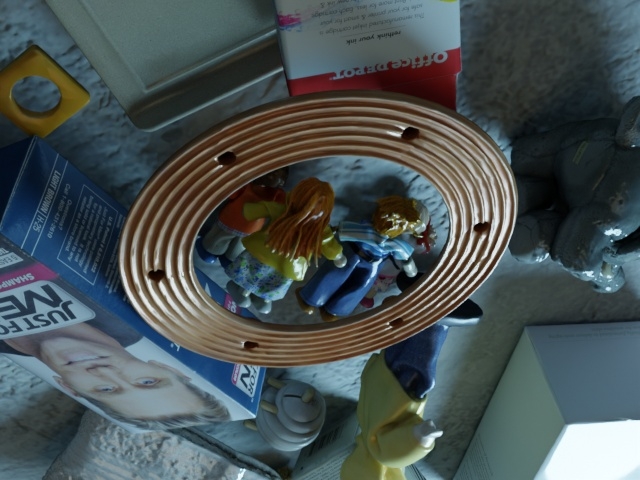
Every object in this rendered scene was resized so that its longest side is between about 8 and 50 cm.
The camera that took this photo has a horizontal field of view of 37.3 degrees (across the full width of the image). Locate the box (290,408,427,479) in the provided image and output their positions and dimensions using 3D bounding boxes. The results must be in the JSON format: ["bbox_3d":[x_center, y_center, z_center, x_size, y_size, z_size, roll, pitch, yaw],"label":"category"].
[{"bbox_3d":[0.093,0.357,1.218,0.113,0.094,0.275,-34,101,21],"label":"box"}]

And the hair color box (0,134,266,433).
[{"bbox_3d":[-0.216,0.062,0.896,0.173,0.105,0.347,-13,141,31],"label":"hair color box"}]

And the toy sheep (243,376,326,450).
[{"bbox_3d":[-0.037,0.207,1.134,0.091,0.091,0.132,6,150,-20],"label":"toy sheep"}]

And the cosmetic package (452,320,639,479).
[{"bbox_3d":[0.322,0.281,1.247,0.196,0.155,0.366,0,133,-15],"label":"cosmetic package"}]

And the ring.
[{"bbox_3d":[0.000,0.000,0.800,0.336,0.032,0.337,-7,139,-6],"label":"ring"}]

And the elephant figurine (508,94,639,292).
[{"bbox_3d":[0.304,-0.034,0.958,0.239,0.186,0.169,12,87,-38],"label":"elephant figurine"}]

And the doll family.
[{"bbox_3d":[0.013,0.008,0.924,0.263,0.118,0.163,16,128,-27],"label":"doll family"}]

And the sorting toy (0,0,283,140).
[{"bbox_3d":[-0.115,-0.199,0.740,0.347,0.047,0.196,-24,130,7],"label":"sorting toy"}]

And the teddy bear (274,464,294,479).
[{"bbox_3d":[-0.066,0.406,1.325,0.338,0.113,0.245,-20,143,-5],"label":"teddy bear"}]

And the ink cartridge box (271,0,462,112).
[{"bbox_3d":[0.030,-0.187,0.700,0.134,0.078,0.231,-11,130,-3],"label":"ink cartridge box"}]

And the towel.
[{"bbox_3d":[-0.187,0.311,1.148,0.282,0.049,0.187,30,105,-16],"label":"towel"}]

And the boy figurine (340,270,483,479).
[{"bbox_3d":[0.094,0.184,1.061,0.092,0.177,0.285,7,111,-17],"label":"boy figurine"}]
